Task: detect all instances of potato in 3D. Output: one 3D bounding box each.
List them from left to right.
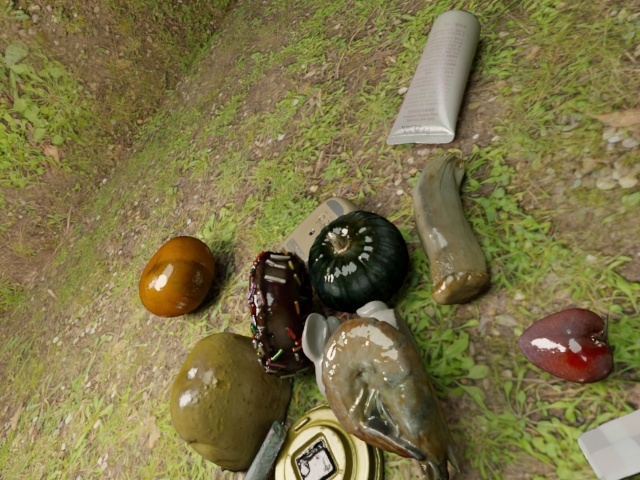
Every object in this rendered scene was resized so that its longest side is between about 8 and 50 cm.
[{"bbox_3d":[-0.199,0.311,0.921,0.243,0.242,0.285,-4,55,38],"label":"potato"}]

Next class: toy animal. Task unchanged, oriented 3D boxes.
[{"bbox_3d":[0.076,0.199,0.805,0.193,0.127,0.178,-20,79,16],"label":"toy animal"}]

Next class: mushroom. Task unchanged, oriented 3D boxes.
[{"bbox_3d":[0.250,-0.036,0.888,0.123,0.095,0.351,-6,55,13],"label":"mushroom"}]

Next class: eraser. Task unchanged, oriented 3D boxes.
[{"bbox_3d":[0.401,0.268,0.583,0.105,0.026,0.065,-33,47,17],"label":"eraser"}]

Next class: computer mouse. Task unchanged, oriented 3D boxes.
[{"bbox_3d":[0.000,0.000,1.071,0.236,0.082,0.145,-47,43,5],"label":"computer mouse"}]

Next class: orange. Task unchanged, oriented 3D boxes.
[{"bbox_3d":[-0.398,0.104,1.264,0.240,0.171,0.240,-37,33,29],"label":"orange"}]

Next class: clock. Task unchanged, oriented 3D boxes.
[{"bbox_3d":[-0.001,0.405,0.799,0.237,0.057,0.237,-22,47,26],"label":"clock"}]

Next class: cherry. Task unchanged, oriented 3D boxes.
[{"bbox_3d":[0.366,0.150,0.655,0.126,0.087,0.106,4,69,62],"label":"cherry"}]

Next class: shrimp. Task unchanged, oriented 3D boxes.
[{"bbox_3d":[0.105,0.272,0.695,0.168,0.077,0.317,-27,76,20],"label":"shrimp"}]

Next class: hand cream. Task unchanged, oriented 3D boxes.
[{"bbox_3d":[0.295,-0.394,1.107,0.186,0.118,0.358,11,76,41],"label":"hand cream"}]

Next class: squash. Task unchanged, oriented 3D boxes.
[{"bbox_3d":[0.074,0.043,0.911,0.218,0.172,0.218,-4,66,9],"label":"squash"}]

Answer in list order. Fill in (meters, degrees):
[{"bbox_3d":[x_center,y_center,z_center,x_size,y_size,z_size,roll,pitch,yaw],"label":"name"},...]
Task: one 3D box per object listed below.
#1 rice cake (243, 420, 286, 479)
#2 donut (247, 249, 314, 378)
[{"bbox_3d":[-0.127,0.449,0.856,0.210,0.034,0.043,-61,5,0],"label":"rice cake"},{"bbox_3d":[-0.070,0.144,0.910,0.103,0.269,0.269,-10,51,5],"label":"donut"}]
